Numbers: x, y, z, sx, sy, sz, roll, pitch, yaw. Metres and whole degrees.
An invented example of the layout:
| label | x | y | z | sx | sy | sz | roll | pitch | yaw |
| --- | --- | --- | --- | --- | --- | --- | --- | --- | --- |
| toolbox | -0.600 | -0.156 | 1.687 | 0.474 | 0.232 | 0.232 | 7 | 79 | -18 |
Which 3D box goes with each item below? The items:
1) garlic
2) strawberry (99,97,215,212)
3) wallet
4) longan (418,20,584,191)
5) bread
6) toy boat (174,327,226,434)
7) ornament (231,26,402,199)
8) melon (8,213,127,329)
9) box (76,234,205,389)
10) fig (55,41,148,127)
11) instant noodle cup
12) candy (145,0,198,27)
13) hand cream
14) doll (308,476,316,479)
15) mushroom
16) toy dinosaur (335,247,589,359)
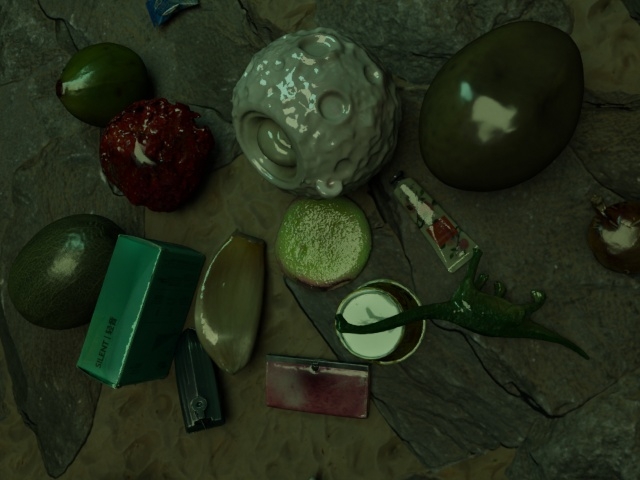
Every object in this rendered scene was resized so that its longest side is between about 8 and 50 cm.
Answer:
| label | x | y | z | sx | sy | sz | roll | pitch | yaw |
| --- | --- | --- | --- | --- | --- | --- | --- | --- | --- |
| garlic | -0.198 | 0.131 | 1.372 | 0.143 | 0.112 | 0.318 | 9 | 80 | -5 |
| strawberry | -0.380 | -0.198 | 1.406 | 0.274 | 0.220 | 0.274 | -1 | 88 | 15 |
| wallet | -0.009 | 0.312 | 1.333 | 0.232 | 0.025 | 0.119 | 2 | 95 | 18 |
| longan | 0.336 | -0.247 | 1.169 | 0.288 | 0.288 | 0.350 | 34 | 84 | 17 |
| bread | 0.000 | 0.000 | 1.364 | 0.229 | 0.033 | 0.228 | -1 | 86 | 17 |
| toy boat | -0.276 | 0.310 | 1.394 | 0.093 | 0.103 | 0.246 | -13 | 67 | -8 |
| ornament | 0.001 | -0.252 | 1.242 | 0.337 | 0.337 | 0.336 | -2 | 84 | 17 |
| melon | -0.570 | 0.077 | 1.428 | 0.302 | 0.237 | 0.237 | -37 | 75 | 15 |
| box | -0.392 | 0.152 | 1.381 | 0.118 | 0.205 | 0.311 | 17 | 90 | 20 |
| fig | -0.525 | -0.371 | 1.465 | 0.203 | 0.225 | 0.202 | 6 | 102 | 30 |
| instant noodle cup | 0.112 | 0.165 | 1.253 | 0.182 | 0.144 | 0.182 | -2 | 84 | 17 |
| candy | -0.364 | -0.586 | 1.537 | 0.136 | 0.038 | 0.088 | -26 | 64 | 6 |
| hand cream | 0.227 | -0.045 | 1.295 | 0.080 | 0.050 | 0.234 | -40 | 81 | 6 |
| doll | -0.047 | 0.568 | 1.287 | 0.241 | 0.099 | 0.135 | 1 | 107 | 19 |
| mushroom | 0.565 | -0.019 | 1.166 | 0.135 | 0.080 | 0.170 | -37 | 78 | 0 |
| toy dinosaur | 0.279 | 0.167 | 1.146 | 0.447 | 0.087 | 0.301 | 33 | 55 | 7 |
